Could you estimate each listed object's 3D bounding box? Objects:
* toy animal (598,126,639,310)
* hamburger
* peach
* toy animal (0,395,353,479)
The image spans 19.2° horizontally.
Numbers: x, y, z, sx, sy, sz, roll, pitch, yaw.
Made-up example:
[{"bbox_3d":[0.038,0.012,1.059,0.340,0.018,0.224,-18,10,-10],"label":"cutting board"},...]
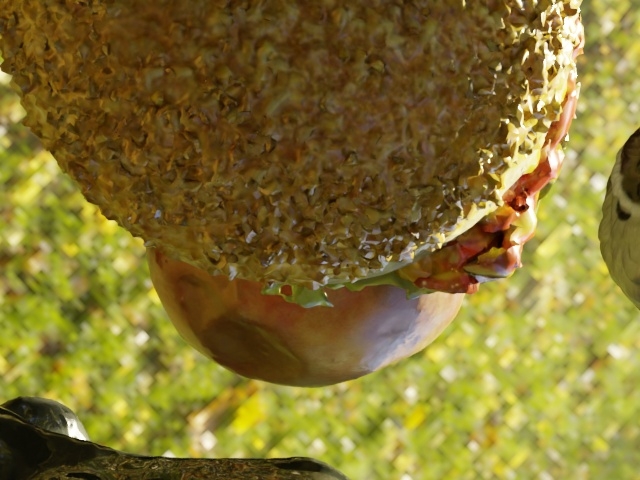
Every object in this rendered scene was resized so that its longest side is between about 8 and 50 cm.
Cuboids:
[{"bbox_3d":[0.168,-0.013,0.802,0.098,0.098,0.137,-53,166,13],"label":"toy animal"},{"bbox_3d":[-0.010,-0.112,0.903,0.179,0.294,0.276,168,-60,-76],"label":"hamburger"},{"bbox_3d":[0.000,0.000,1.351,0.214,0.235,0.214,-7,99,-50],"label":"peach"},{"bbox_3d":[-0.073,0.133,0.660,0.245,0.114,0.146,6,98,-10],"label":"toy animal"}]
